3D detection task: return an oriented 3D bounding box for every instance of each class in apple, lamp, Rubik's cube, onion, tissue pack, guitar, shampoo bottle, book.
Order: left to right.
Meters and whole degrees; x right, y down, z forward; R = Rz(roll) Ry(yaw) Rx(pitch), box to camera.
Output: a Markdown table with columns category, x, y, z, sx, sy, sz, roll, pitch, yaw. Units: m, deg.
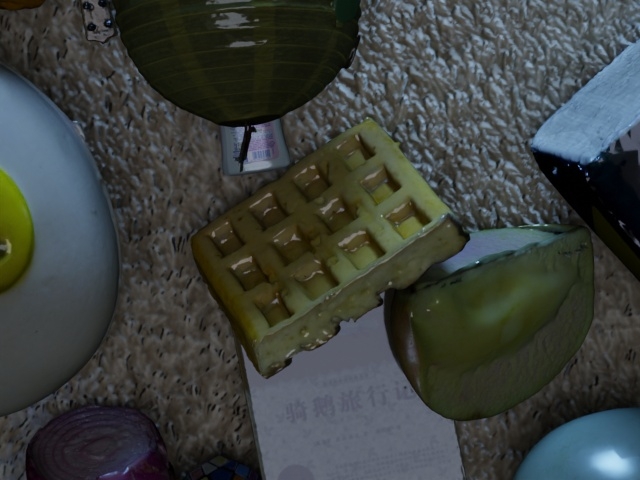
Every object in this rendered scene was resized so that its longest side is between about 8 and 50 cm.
| category | x | y | z | sx | sy | sz | roll | pitch | yaw |
| --- | --- | --- | --- | --- | --- | --- | --- | --- | --- |
| guitar | -0.251 | -0.332 | 1.736 | 0.083 | 0.038 | 0.271 | -14 | 99 | 2 |
| onion | -0.226 | 0.283 | 1.784 | 0.200 | 0.207 | 0.201 | -5 | 98 | -40 |
| Rubik's cube | -0.105 | 0.285 | 1.843 | 0.111 | 0.111 | 0.093 | -41 | 75 | 7 |
| lamp | -0.075 | -0.207 | 1.652 | 0.250 | 0.250 | 0.284 | -5 | 83 | -1 |
| shampoo bottle | -0.074 | -0.121 | 1.784 | 0.072 | 0.043 | 0.099 | -9 | 101 | -1 |
| book | 0.023 | 0.138 | 1.821 | 0.216 | 0.021 | 0.310 | -11 | 90 | 1 |
| apple | 0.166 | 0.085 | 1.775 | 0.265 | 0.120 | 0.193 | -19 | 120 | -34 |
| tissue pack | 0.442 | -0.013 | 1.711 | 0.253 | 0.264 | 0.416 | -43 | 101 | 4 |

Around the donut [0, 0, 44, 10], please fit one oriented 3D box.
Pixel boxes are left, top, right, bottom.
| category | x | y | z | sx | sy | sz | roll | pitch | yaw |
| --- | --- | --- | --- | --- | --- | --- | --- | --- | --- |
| donut | -0.352 | -0.452 | 1.621 | 0.377 | 0.163 | 0.435 | 23 | 101 | 5 |

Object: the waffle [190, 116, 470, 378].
| category | x | y | z | sx | sy | sz | roll | pitch | yaw |
| --- | --- | --- | --- | --- | --- | --- | --- | --- | --- |
| waffle | 0.000 | 0.000 | 1.714 | 0.248 | 0.221 | 0.055 | -34 | 128 | -2 |

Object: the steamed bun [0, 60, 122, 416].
| category | x | y | z | sx | sy | sz | roll | pitch | yaw |
| --- | --- | --- | --- | --- | --- | --- | --- | --- | --- |
| steamed bun | -0.366 | -0.005 | 1.668 | 0.334 | 0.334 | 0.374 | -24 | 96 | 4 |

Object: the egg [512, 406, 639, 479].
| category | x | y | z | sx | sy | sz | roll | pitch | yaw |
| --- | --- | --- | --- | --- | --- | --- | --- | --- | --- |
| egg | 0.378 | 0.318 | 1.770 | 0.388 | 0.276 | 0.276 | 21 | 100 | -6 |
